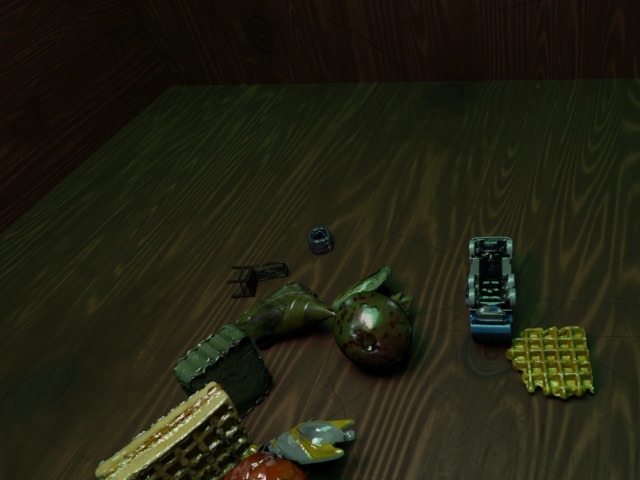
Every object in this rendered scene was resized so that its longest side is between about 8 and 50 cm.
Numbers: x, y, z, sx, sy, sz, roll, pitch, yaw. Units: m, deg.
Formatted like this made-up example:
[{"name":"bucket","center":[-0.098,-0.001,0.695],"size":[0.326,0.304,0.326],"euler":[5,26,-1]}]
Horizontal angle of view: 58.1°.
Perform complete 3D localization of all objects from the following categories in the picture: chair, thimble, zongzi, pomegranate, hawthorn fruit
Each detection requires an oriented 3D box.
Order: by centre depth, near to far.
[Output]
[{"name":"hawthorn fruit","center":[-0.143,0.653,1.362],"size":[0.242,0.241,0.271],"euler":[-6,26,13]},{"name":"pomegranate","center":[0.167,0.244,1.755],"size":[0.243,0.242,0.305],"euler":[-2,33,18]},{"name":"zongzi","center":[-0.110,0.260,1.858],"size":[0.286,0.138,0.300],"euler":[-34,25,-18]},{"name":"chair","center":[-0.228,0.144,2.124],"size":[0.213,0.084,0.101],"euler":[-5,37,13]},{"name":"thimble","center":[-0.001,-0.001,2.226],"size":[0.095,0.066,0.104],"euler":[-22,37,-8]}]

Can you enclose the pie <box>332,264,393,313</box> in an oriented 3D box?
[{"name":"pie","center":[0.139,0.162,1.919],"size":[0.241,0.054,0.240],"euler":[-36,-1,-1]}]

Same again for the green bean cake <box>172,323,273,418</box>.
[{"name":"green bean cake","center":[-0.278,0.405,1.703],"size":[0.132,0.254,0.241],"euler":[17,49,46]}]

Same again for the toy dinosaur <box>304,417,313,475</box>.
[{"name":"toy dinosaur","center":[-0.049,0.568,1.601],"size":[0.058,0.037,0.180],"euler":[2,47,2]}]

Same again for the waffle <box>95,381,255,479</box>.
[{"name":"waffle","center":[-0.370,0.573,1.527],"size":[0.376,0.260,0.114],"euler":[-36,38,-23]}]

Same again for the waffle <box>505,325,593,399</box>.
[{"name":"waffle","center":[0.631,0.340,1.606],"size":[0.219,0.057,0.229],"euler":[-3,42,17]}]

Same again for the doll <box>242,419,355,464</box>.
[{"name":"doll","center":[-0.053,0.541,1.525],"size":[0.317,0.145,0.103],"euler":[-22,73,19]}]

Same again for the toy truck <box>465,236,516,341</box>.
[{"name":"toy truck","center":[0.524,0.151,1.773],"size":[0.147,0.175,0.367],"euler":[1,43,18]}]
